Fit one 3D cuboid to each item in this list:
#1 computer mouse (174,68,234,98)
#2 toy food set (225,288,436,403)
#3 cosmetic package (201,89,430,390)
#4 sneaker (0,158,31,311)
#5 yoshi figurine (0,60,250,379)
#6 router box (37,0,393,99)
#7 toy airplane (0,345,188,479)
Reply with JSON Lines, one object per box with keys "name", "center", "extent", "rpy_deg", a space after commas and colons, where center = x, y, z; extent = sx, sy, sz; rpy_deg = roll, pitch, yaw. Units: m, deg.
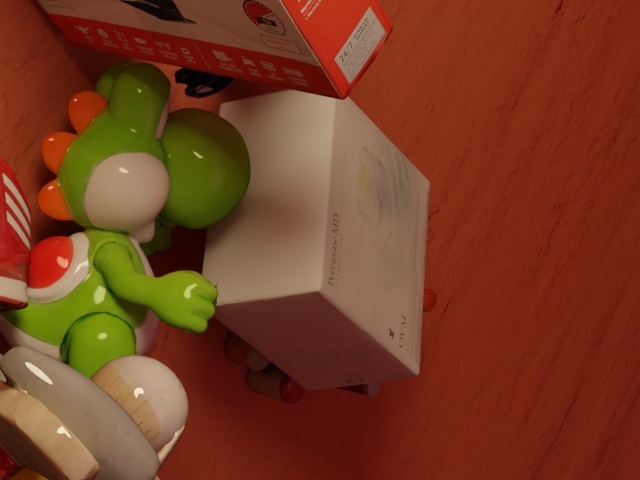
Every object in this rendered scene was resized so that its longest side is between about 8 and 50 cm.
{"name": "computer mouse", "center": [-0.021, -0.229, 1.812], "extent": [0.072, 0.188, 0.272], "rpy_deg": [44, 33, -12]}
{"name": "toy food set", "center": [0.016, 0.109, 2.098], "extent": [0.232, 0.104, 0.111], "rpy_deg": [-23, 121, -44]}
{"name": "cosmetic package", "center": [0.000, 0.000, 1.944], "extent": [0.225, 0.138, 0.224], "rpy_deg": [40, 47, -51]}
{"name": "sneaker", "center": [-0.336, -0.020, 1.665], "extent": [0.221, 0.087, 0.128], "rpy_deg": [23, 66, -49]}
{"name": "yoshi figurine", "center": [-0.157, 0.023, 1.804], "extent": [0.203, 0.204, 0.362], "rpy_deg": [3, 99, -67]}
{"name": "router box", "center": [-0.145, -0.262, 1.571], "extent": [0.082, 0.335, 0.301], "rpy_deg": [-55, 136, -21]}
{"name": "toy airplane", "center": [-0.239, 0.142, 1.525], "extent": [0.272, 0.386, 0.384], "rpy_deg": [-21, 141, -18]}
